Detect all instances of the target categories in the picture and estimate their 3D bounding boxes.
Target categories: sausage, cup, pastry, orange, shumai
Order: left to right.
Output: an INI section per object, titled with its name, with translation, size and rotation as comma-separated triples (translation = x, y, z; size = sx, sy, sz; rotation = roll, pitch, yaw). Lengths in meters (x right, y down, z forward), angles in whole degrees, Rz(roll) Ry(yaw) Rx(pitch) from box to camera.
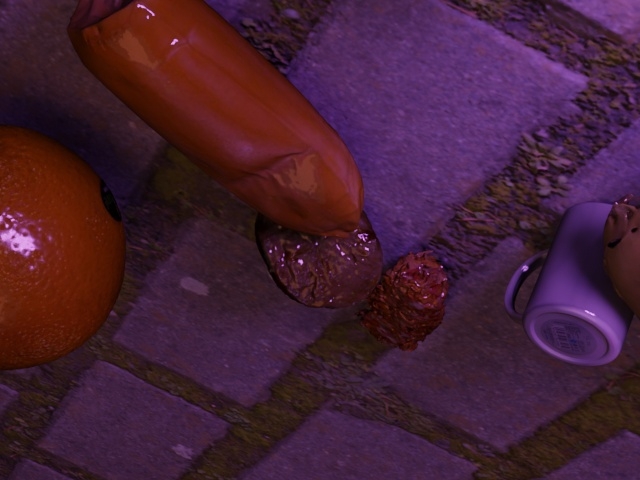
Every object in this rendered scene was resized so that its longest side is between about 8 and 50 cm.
[orange]
translation = -0.347, 0.008, 1.668
size = 0.274, 0.274, 0.274
rotation = 16, 148, 10
[sausage]
translation = -0.084, -0.120, 1.450
size = 0.134, 0.116, 0.354
rotation = -23, 132, 32
[shumai]
translation = -0.005, -0.004, 1.623
size = 0.123, 0.105, 0.139
rotation = -39, 122, 10
[pastry]
translation = 0.098, 0.064, 1.674
size = 0.087, 0.063, 0.169
rotation = 31, 154, 2
[cup]
translation = 0.252, 0.049, 1.480
size = 0.099, 0.133, 0.136
rotation = 32, 148, -9

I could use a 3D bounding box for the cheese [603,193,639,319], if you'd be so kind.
[cheese]
translation = 0.392, 0.033, 1.355
size = 0.315, 0.128, 0.259
rotation = 29, 140, -25
